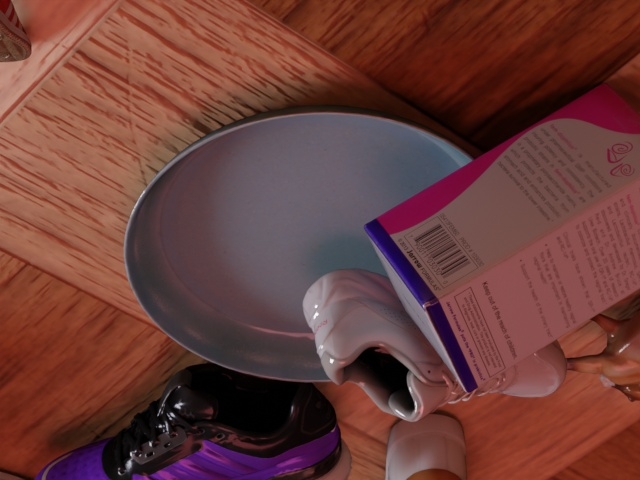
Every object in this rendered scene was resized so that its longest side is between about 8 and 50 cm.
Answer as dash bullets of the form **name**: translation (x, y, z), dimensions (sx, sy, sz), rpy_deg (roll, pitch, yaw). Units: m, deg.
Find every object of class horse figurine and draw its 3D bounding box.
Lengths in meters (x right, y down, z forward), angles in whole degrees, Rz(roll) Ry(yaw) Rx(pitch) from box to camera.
- **horse figurine**: translation (0.279, 0.057, 1.525), dimensions (0.174, 0.066, 0.263), rpy_deg (21, 134, -15)

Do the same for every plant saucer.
- **plant saucer**: translation (0.000, 0.000, 1.470), dimensions (0.317, 0.044, 0.318), rpy_deg (-1, 137, -1)

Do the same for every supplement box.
- **supplement box**: translation (0.164, -0.004, 1.368), dimensions (0.220, 0.111, 0.114), rpy_deg (-31, 133, -3)

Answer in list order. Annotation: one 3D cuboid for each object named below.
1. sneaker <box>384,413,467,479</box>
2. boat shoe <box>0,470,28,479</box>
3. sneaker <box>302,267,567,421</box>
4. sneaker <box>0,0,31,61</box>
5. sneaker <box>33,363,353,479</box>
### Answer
- **sneaker**: translation (0.098, 0.299, 1.731), dimensions (0.105, 0.123, 0.290), rpy_deg (-6, 138, 1)
- **boat shoe**: translation (-0.390, 0.277, 1.679), dimensions (0.320, 0.103, 0.118), rpy_deg (10, 127, -25)
- **sneaker**: translation (0.095, 0.107, 1.470), dimensions (0.232, 0.115, 0.090), rpy_deg (12, 135, -15)
- **sneaker**: translation (-0.236, -0.172, 1.288), dimensions (0.042, 0.067, 0.118), rpy_deg (-9, 166, 4)
- **sneaker**: translation (-0.127, 0.174, 1.615), dimensions (0.293, 0.102, 0.146), rpy_deg (-12, 132, 3)
